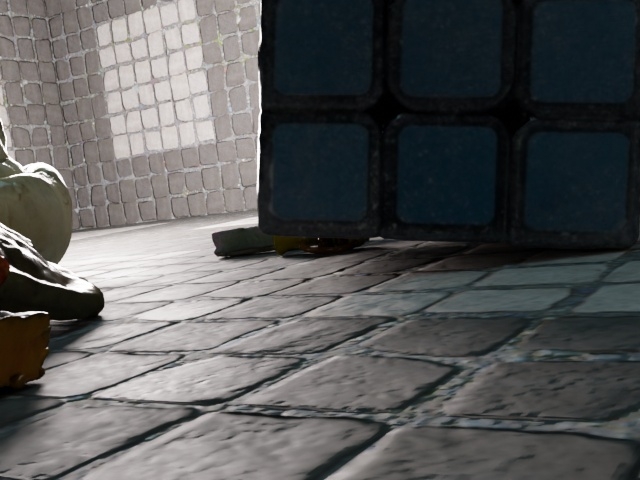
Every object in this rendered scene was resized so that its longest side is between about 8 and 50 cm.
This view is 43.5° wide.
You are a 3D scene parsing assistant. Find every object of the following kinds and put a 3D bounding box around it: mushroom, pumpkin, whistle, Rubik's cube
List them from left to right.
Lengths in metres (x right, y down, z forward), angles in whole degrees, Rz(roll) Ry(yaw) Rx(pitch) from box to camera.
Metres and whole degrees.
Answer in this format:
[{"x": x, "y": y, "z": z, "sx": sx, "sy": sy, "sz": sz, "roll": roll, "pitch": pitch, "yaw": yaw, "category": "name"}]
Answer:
[{"x": -0.192, "y": 0.055, "z": 0.409, "sx": 0.083, "sy": 0.054, "sz": 0.074, "roll": -10, "pitch": -1, "yaw": 23, "category": "pumpkin"}, {"x": -0.429, "y": -0.050, "z": 0.969, "sx": 0.260, "sy": 0.234, "sz": 0.254, "roll": -6, "pitch": 8, "yaw": 12, "category": "mushroom"}, {"x": -0.002, "y": -0.005, "z": 0.901, "sx": 0.109, "sy": 0.046, "sz": 0.057, "roll": 1, "pitch": -7, "yaw": 25, "category": "whistle"}, {"x": 0.113, "y": -0.153, "z": 0.741, "sx": 0.305, "sy": 0.301, "sz": 0.304, "roll": 0, "pitch": 4, "yaw": 7, "category": "Rubik's cube"}]

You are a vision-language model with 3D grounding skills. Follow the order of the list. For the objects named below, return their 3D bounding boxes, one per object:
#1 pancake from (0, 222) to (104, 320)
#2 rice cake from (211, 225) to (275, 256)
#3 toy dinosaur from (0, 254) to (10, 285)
[{"x": -0.275, "y": 0.000, "z": 0.625, "sx": 0.222, "sy": 0.042, "sz": 0.236, "roll": 31, "pitch": -1, "yaw": -41, "category": "pancake"}, {"x": -0.036, "y": -0.007, "z": 0.996, "sx": 0.207, "sy": 0.036, "sz": 0.047, "roll": -8, "pitch": 0, "yaw": 15, "category": "rice cake"}, {"x": -0.260, "y": 0.065, "z": 0.304, "sx": 0.288, "sy": 0.070, "sz": 0.117, "roll": -20, "pitch": 23, "yaw": -8, "category": "toy dinosaur"}]
